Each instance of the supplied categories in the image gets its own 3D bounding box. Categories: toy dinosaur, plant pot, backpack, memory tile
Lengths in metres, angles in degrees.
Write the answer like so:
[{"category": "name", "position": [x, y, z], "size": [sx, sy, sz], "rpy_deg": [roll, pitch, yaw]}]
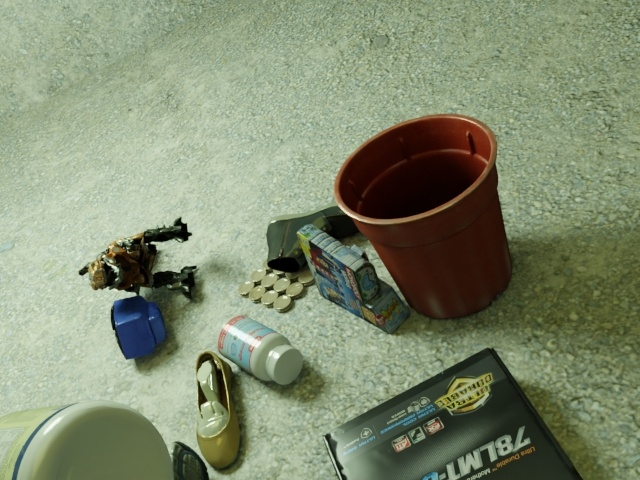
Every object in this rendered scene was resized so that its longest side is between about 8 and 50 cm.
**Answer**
[{"category": "toy dinosaur", "position": [-0.380, 0.033, 1.729], "size": [0.218, 0.164, 0.322], "rpy_deg": [-7, 29, 2]}, {"category": "plant pot", "position": [0.196, -0.026, 1.396], "size": [0.272, 0.265, 0.272], "rpy_deg": [-17, 37, 14]}, {"category": "backpack", "position": [-0.364, 0.168, 1.652], "size": [0.101, 0.098, 0.120], "rpy_deg": [-12, 25, -16]}, {"category": "memory tile", "position": [-0.087, 0.086, 1.646], "size": [0.148, 0.012, 0.113], "rpy_deg": [18, 56, 43]}]

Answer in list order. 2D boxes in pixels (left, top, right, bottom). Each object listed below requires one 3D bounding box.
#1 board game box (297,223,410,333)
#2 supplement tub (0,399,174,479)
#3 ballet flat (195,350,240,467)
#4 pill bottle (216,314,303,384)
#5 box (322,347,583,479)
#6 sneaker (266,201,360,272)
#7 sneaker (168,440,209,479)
[{"category": "board game box", "position": [0.063, 0.071, 1.460], "size": [0.194, 0.194, 0.060], "rpy_deg": [33, 67, 34]}, {"category": "supplement tub", "position": [-0.395, 0.361, 1.206], "size": [0.325, 0.235, 0.235], "rpy_deg": [-16, 35, 41]}, {"category": "ballet flat", "position": [-0.188, 0.283, 1.420], "size": [0.080, 0.073, 0.232], "rpy_deg": [-24, 37, 5]}, {"category": "pill bottle", "position": [-0.107, 0.195, 1.464], "size": [0.160, 0.087, 0.087], "rpy_deg": [20, 57, 45]}, {"category": "box", "position": [0.180, 0.324, 1.151], "size": [0.295, 0.073, 0.293], "rpy_deg": [-27, 36, 1]}, {"category": "sneaker", "position": [0.000, 0.000, 1.644], "size": [0.222, 0.083, 0.118], "rpy_deg": [-12, 46, 13]}, {"category": "sneaker", "position": [-0.243, 0.451, 1.251], "size": [0.129, 0.111, 0.297], "rpy_deg": [-32, 30, 19]}]
